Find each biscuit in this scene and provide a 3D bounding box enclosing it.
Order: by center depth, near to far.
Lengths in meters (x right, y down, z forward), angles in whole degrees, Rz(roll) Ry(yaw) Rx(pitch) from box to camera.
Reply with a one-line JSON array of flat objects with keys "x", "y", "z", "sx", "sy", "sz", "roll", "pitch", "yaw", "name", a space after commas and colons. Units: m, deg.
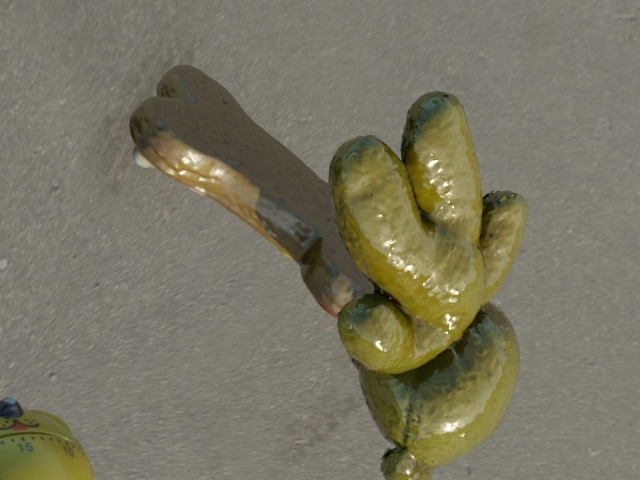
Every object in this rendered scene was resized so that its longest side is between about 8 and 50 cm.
[{"x": -0.001, "y": 0.001, "z": 0.943, "sx": 0.432, "sy": 0.283, "sz": 0.064, "roll": 38, "pitch": 107, "yaw": -11, "name": "biscuit"}]

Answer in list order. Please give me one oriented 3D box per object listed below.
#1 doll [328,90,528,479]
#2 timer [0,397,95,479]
[{"x": 0.049, "y": 0.025, "z": 0.508, "sx": 0.137, "sy": 0.097, "sz": 0.210, "roll": -38, "pitch": 128, "yaw": -38, "name": "doll"}, {"x": -0.595, "y": 0.441, "z": 1.767, "sx": 0.376, "sy": 0.376, "sz": 0.387, "roll": -15, "pitch": 42, "yaw": -24, "name": "timer"}]
